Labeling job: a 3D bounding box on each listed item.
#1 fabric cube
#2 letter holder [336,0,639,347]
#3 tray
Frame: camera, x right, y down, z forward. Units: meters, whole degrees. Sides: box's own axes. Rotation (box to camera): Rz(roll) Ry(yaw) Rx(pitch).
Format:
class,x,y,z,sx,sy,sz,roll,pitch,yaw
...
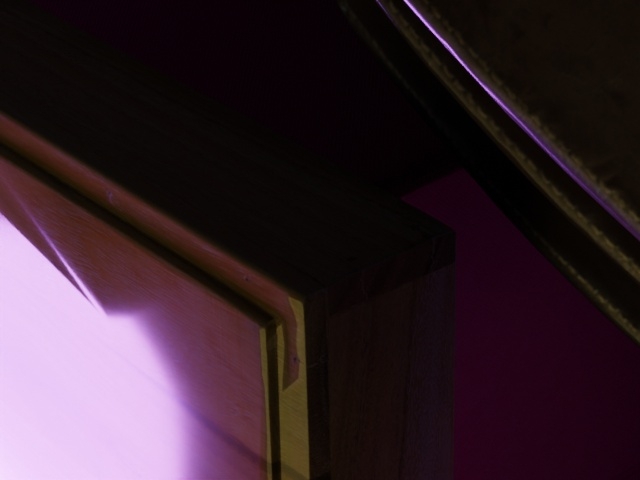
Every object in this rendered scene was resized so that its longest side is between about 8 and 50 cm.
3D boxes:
class,x,y,z,sx,sy,sz,roll,pitch,yaw
fabric cube,0.000,0.000,0.940,0.258,0.254,0.259,35,136,40
letter holder,0.124,-0.041,0.578,0.302,0.214,0.152,45,-152,12
tray,-0.110,0.019,0.811,0.411,0.076,0.202,31,132,43
